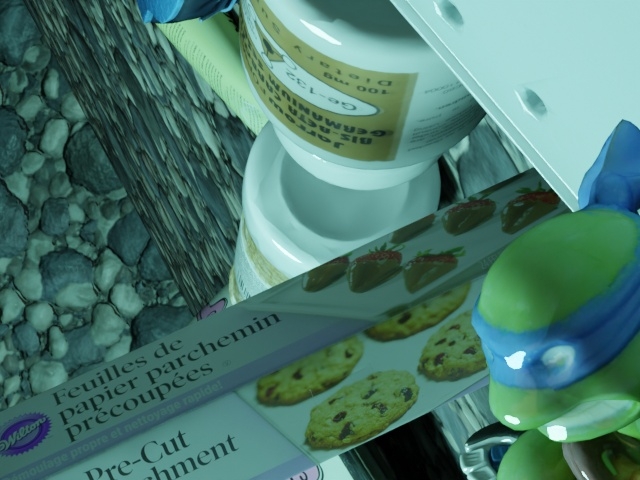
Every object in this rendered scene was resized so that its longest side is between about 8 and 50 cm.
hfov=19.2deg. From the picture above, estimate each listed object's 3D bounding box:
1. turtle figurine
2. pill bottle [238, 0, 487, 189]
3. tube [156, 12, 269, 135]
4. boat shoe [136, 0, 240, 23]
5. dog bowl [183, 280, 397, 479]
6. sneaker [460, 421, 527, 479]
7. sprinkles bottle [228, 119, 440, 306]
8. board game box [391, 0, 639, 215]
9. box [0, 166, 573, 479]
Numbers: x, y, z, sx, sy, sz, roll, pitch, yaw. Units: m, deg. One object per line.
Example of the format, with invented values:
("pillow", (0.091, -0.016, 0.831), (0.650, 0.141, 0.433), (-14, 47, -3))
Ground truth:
("turtle figurine", (0.102, 0.137, 0.447), (0.266, 0.198, 0.275), (38, -141, -30))
("pill bottle", (0.027, -0.105, 0.874), (0.131, 0.131, 0.229), (60, 170, 13))
("tube", (-0.095, -0.171, 1.550), (0.070, 0.062, 0.240), (-8, -124, -54))
("boat shoe", (-0.087, -0.207, 1.326), (0.258, 0.089, 0.109), (-139, 36, -77))
("dog bowl", (-0.017, 0.229, 1.710), (0.408, 0.150, 0.408), (59, -179, -1))
("sneaker", (0.157, 0.195, 1.222), (0.083, 0.071, 0.191), (61, 180, -32))
("sprinkles bottle", (0.000, 0.000, 1.312), (0.121, 0.121, 0.355), (61, 170, 8))
("board game box", (0.089, -0.123, 0.424), (0.390, 0.050, 0.390), (49, 162, 3))
("box", (0.003, 0.055, 0.868), (0.063, 0.324, 0.067), (-127, 15, -56))
